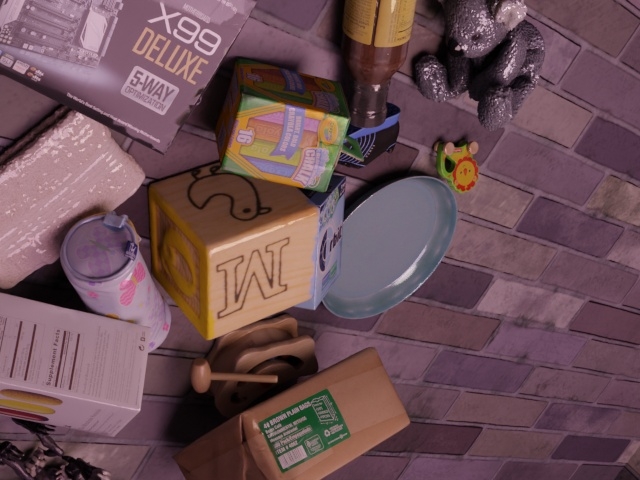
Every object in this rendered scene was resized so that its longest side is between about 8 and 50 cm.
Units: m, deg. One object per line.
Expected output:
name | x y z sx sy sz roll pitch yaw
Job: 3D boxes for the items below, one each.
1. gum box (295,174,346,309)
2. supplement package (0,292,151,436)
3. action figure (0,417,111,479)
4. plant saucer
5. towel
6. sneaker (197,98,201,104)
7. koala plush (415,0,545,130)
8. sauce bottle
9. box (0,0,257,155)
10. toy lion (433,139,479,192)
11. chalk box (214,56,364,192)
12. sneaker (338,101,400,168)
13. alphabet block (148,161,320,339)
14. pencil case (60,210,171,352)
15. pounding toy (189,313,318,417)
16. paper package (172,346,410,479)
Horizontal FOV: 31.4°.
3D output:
gum box | 0.000 0.000 1.899 0.157 0.041 0.184 -50 146 -63
supplement package | -0.386 0.181 1.638 0.244 0.134 0.139 15 149 -20
action figure | -0.446 0.405 1.888 0.164 0.141 0.276 -43 142 -22
plant saucer | 0.118 0.007 2.110 0.317 0.044 0.317 -23 136 -25
towel | -0.394 -0.058 1.591 0.282 0.049 0.187 -40 142 -6
sneaker | -0.242 -0.272 1.538 0.223 0.083 0.098 40 54 -39
koala plush | 0.258 -0.335 1.829 0.203 0.196 0.221 -48 143 -15
sauce bottle | 0.085 -0.332 1.726 0.111 0.111 0.344 -18 135 -30
box | -0.266 -0.280 1.401 0.307 0.076 0.242 27 106 -27
toy lion | 0.251 -0.134 2.081 0.100 0.034 0.096 -5 102 -38
chalk box | -0.035 -0.166 1.683 0.213 0.132 0.132 10 119 -16
sneaker | 0.036 -0.153 1.863 0.232 0.081 0.090 -20 130 -29
alphabet block | -0.136 0.005 1.766 0.197 0.192 0.193 -22 134 -28
pencil case | -0.300 0.069 1.698 0.113 0.124 0.273 3 150 7
pounding toy | -0.114 0.251 2.030 0.269 0.155 0.154 -12 131 -32
paper package | -0.051 0.357 2.043 0.325 0.168 0.309 -22 169 -39
